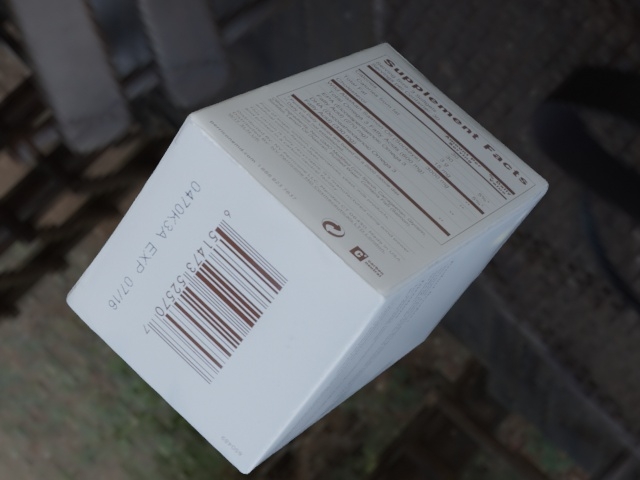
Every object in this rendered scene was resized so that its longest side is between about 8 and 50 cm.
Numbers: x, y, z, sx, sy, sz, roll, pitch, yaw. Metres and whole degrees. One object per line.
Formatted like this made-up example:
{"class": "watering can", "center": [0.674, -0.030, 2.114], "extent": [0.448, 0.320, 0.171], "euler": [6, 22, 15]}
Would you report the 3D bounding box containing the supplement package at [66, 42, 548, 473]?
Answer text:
{"class": "supplement package", "center": [0.000, 0.000, 0.757], "extent": [0.105, 0.179, 0.105], "euler": [42, 118, 11]}
